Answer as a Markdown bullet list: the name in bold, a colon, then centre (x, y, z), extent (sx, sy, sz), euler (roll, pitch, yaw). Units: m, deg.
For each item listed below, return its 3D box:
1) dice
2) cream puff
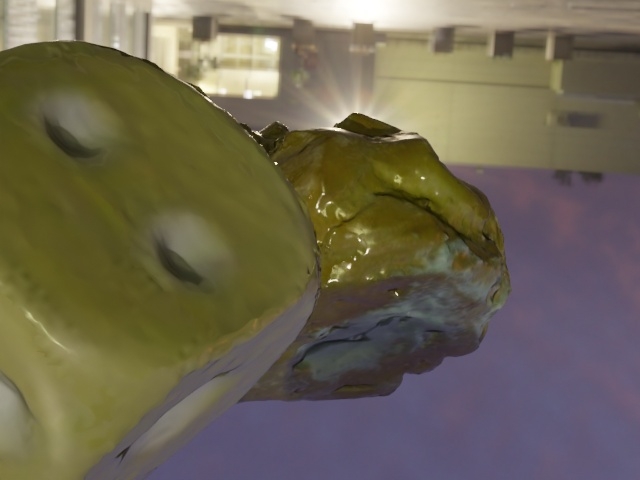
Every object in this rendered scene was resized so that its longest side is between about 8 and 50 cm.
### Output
- **dice**: centre (-0.119, 0.024, 0.473), extent (0.169, 0.166, 0.169), euler (47, -142, 10)
- **cream puff**: centre (0.000, 0.000, 1.078), extent (0.378, 0.276, 0.378), euler (-10, 149, -6)
